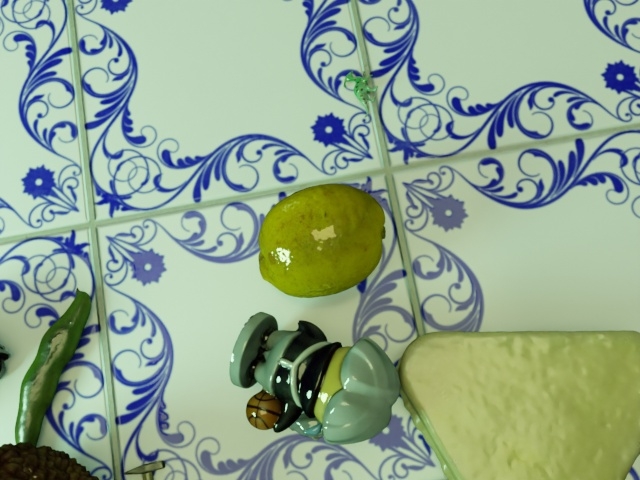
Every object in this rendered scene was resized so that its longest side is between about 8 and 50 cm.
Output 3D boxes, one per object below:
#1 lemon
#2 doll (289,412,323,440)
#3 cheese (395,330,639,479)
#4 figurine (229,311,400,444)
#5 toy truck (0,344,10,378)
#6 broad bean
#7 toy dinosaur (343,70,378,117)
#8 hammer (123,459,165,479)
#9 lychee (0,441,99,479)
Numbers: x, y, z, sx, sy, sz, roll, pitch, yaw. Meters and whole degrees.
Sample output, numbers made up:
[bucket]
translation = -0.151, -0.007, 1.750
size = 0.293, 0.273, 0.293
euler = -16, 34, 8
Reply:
[lemon]
translation = 0.000, 0.000, 1.042
size = 0.208, 0.170, 0.169
euler = -15, 77, 5
[doll]
translation = -0.002, 0.279, 1.042
size = 0.114, 0.039, 0.057
euler = -2, 83, -1
[cheese]
translation = 0.274, 0.250, 1.003
size = 0.384, 0.104, 0.383
euler = -1, 77, 3
[figurine]
translation = -0.007, 0.207, 0.990
size = 0.237, 0.133, 0.175
euler = 16, 81, 20
[toy truck]
translation = -0.630, 0.208, 1.045
size = 0.268, 0.124, 0.155
euler = -40, 74, -5
[broad bean]
translation = -0.431, 0.215, 1.075
size = 0.060, 0.043, 0.297
euler = 19, 80, -5
[toy dinosaur]
translation = 0.064, -0.253, 1.168
size = 0.062, 0.021, 0.083
euler = 18, 75, 14
[hammer]
translation = -0.251, 0.436, 1.032
size = 0.063, 0.013, 0.198
euler = -12, 77, 0
[lychee]
translation = -0.428, 0.413, 0.935
size = 0.268, 0.267, 0.267
euler = -1, 77, 2
